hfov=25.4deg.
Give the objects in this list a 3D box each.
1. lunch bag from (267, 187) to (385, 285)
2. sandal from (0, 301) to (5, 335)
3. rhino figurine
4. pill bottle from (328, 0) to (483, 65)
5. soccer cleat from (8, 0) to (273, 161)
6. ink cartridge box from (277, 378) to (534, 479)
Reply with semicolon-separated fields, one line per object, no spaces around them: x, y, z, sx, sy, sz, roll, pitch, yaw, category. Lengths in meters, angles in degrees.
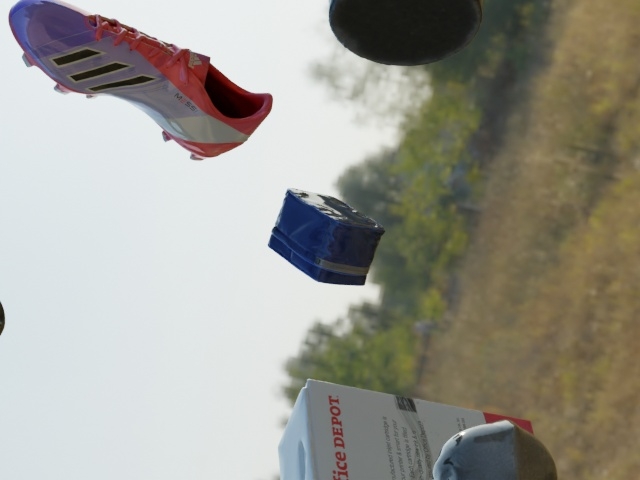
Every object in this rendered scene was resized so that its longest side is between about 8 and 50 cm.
0.000;0.000;1.228;0.098;0.067;0.065;34;108;47;lunch bag
-0.310;0.022;1.110;0.219;0.060;0.090;43;-153;-50;sandal
0.089;0.196;0.735;0.243;0.073;0.106;-86;13;-50;rhino figurine
0.054;-0.226;0.904;0.123;0.122;0.219;94;179;-60;pill bottle
-0.152;-0.151;1.224;0.095;0.248;0.083;-30;45;33;soccer cleat
0.087;0.240;1.319;0.172;0.237;0.100;-97;24;-49;ink cartridge box
